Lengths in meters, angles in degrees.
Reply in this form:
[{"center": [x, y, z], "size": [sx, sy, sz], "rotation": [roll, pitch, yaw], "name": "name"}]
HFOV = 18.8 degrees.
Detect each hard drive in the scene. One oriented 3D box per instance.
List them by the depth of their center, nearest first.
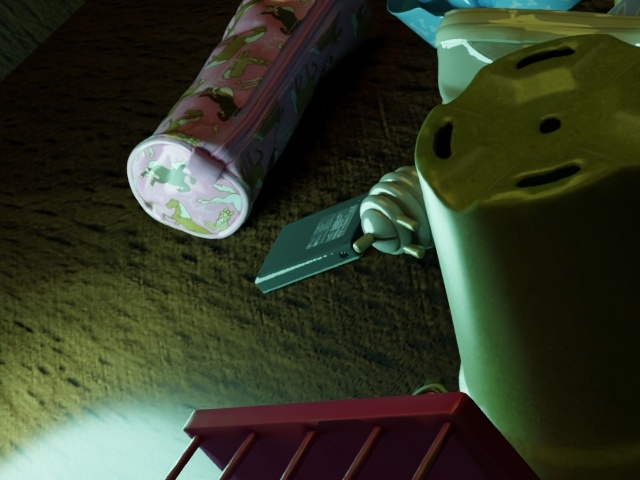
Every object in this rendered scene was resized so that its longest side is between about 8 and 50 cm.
[{"center": [0.000, 0.000, 1.989], "size": [0.135, 0.022, 0.094], "rotation": [-21, 29, 38], "name": "hard drive"}]

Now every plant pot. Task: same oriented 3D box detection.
[{"center": [0.186, 0.013, 1.294], "size": [0.276, 0.254, 0.276], "rotation": [-17, 35, 12], "name": "plant pot"}]

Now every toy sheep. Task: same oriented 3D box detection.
[{"center": [0.083, -0.026, 1.832], "size": [0.132, 0.091, 0.091], "rotation": [-31, 16, -29], "name": "toy sheep"}]

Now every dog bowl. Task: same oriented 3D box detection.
[{"center": [0.206, -0.297, 2.157], "size": [0.297, 0.074, 0.166], "rotation": [-10, 37, 49], "name": "dog bowl"}]

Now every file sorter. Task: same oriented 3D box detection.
[{"center": [0.015, 0.241, 1.293], "size": [0.291, 0.202, 0.182], "rotation": [-10, 38, 50], "name": "file sorter"}]

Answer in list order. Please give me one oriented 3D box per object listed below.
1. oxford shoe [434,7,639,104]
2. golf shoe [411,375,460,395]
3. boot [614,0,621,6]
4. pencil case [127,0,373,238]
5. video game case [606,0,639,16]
[{"center": [0.288, -0.120, 1.598], "size": [0.449, 0.169, 0.130], "rotation": [6, 90, 37], "name": "oxford shoe"}, {"center": [0.033, 0.188, 1.481], "size": [0.273, 0.105, 0.120], "rotation": [-24, 26, 33], "name": "golf shoe"}, {"center": [0.375, -0.292, 1.885], "size": [0.165, 0.077, 0.213], "rotation": [-25, 32, 32], "name": "boot"}, {"center": [-0.079, -0.171, 2.261], "size": [0.160, 0.167, 0.386], "rotation": [14, 50, 22], "name": "pencil case"}, {"center": [0.333, -0.180, 1.729], "size": [0.183, 0.023, 0.201], "rotation": [-43, 38, 0], "name": "video game case"}]
